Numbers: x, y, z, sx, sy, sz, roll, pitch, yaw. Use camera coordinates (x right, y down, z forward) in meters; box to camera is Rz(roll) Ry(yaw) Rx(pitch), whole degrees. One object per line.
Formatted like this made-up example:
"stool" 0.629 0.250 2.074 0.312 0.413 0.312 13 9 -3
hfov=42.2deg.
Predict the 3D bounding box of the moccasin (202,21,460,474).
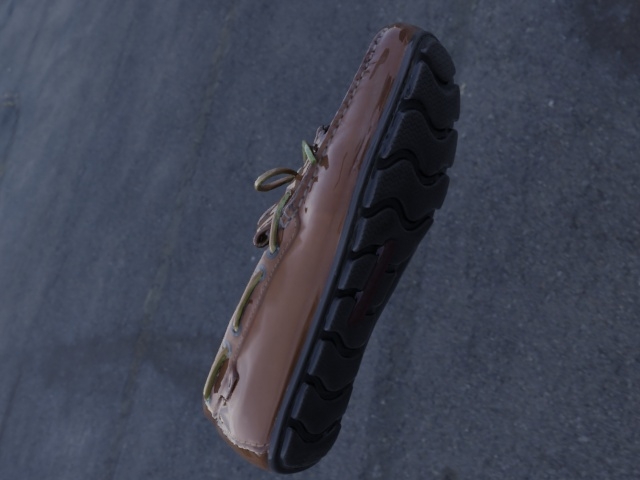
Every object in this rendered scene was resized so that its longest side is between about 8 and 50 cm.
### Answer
"moccasin" 0.002 0.000 0.698 0.147 0.139 0.379 27 104 35
